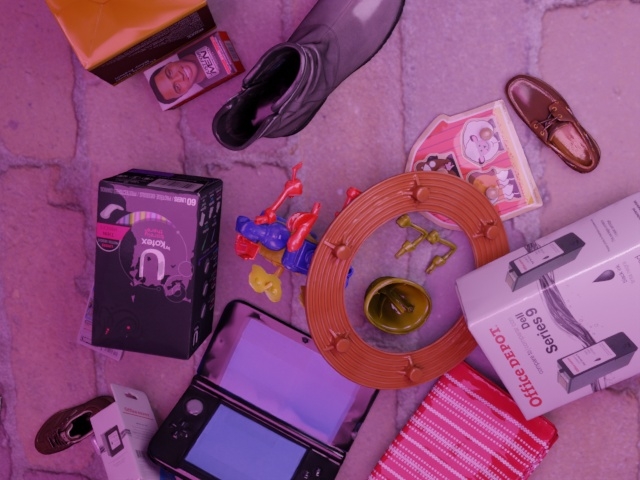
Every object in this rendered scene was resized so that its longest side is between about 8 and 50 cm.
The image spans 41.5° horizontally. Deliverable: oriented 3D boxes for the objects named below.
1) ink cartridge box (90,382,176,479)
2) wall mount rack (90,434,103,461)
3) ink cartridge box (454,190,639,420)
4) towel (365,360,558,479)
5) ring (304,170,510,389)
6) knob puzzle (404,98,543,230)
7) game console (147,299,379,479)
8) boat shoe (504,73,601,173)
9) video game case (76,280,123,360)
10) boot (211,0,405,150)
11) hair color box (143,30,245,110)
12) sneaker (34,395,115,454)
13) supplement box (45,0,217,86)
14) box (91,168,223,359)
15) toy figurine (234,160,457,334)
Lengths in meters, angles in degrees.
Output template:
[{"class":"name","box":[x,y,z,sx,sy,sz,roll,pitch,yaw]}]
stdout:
[{"class":"ink cartridge box","box":[-0.317,0.337,1.411,0.060,0.104,0.180,-35,58,12]},{"class":"wall mount rack","box":[-0.267,0.465,1.464,0.350,0.130,0.304,-22,59,16]},{"class":"ink cartridge box","box":[0.366,0.098,1.185,0.289,0.122,0.211,-28,117,15]},{"class":"towel","box":[0.214,0.343,1.315,0.199,0.031,0.275,37,95,18]},{"class":"ring","box":[0.137,0.066,1.221,0.336,0.032,0.337,-7,108,-22]},{"class":"knob puzzle","box":[0.211,-0.097,1.267,0.213,0.030,0.213,3,103,13]},{"class":"game console","box":[-0.089,0.282,1.356,0.293,0.250,0.173,26,133,7]},{"class":"boat shoe","box":[0.334,-0.168,1.204,0.064,0.060,0.178,-43,90,18]},{"class":"video game case","box":[-0.371,0.140,1.471,0.087,0.011,0.122,23,107,9]},{"class":"boot","box":[-0.005,-0.265,1.181,0.118,0.222,0.338,35,108,5]},{"class":"hair color box","box":[-0.198,-0.265,1.323,0.141,0.043,0.072,-25,96,18]},{"class":"sneaker","box":[-0.449,0.334,1.501,0.188,0.071,0.066,-33,93,18]},{"class":"supplement box","box":[-0.270,-0.335,1.222,0.191,0.194,0.129,-30,94,0]},{"class":"box","box":[-0.258,0.034,1.346,0.165,0.143,0.271,7,104,7]},{"class":"toy figurine","box":[0.000,0.000,1.293,0.362,0.217,0.191,21,93,-36]}]
